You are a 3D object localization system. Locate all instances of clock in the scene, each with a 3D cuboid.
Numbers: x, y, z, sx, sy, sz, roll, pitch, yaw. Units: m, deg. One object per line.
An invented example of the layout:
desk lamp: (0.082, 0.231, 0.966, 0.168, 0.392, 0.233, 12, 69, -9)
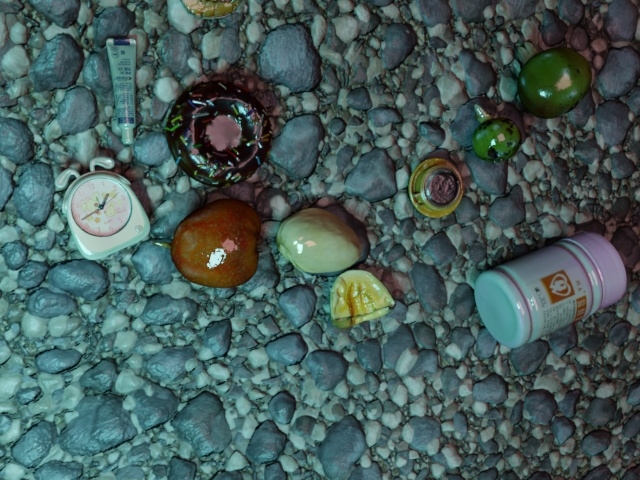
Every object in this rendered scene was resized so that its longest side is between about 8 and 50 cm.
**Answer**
clock: (-0.444, -0.068, 1.532, 0.151, 0.062, 0.191, -25, 103, -16)

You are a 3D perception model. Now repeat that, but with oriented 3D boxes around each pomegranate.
pomegranate: (0.413, -0.258, 1.816, 0.122, 0.122, 0.161, -19, 74, -18)
pomegranate: (0.547, -0.400, 1.827, 0.180, 0.180, 0.210, -26, 74, -16)

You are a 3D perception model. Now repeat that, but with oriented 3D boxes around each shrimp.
shrimp: (-0.219, -0.561, 1.582, 0.147, 0.035, 0.195, 2, 101, -18)

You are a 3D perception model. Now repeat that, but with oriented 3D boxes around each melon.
melon: (0.081, 0.133, 1.746, 0.160, 0.079, 0.128, -11, 81, -18)

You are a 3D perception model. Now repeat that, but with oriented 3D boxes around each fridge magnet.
fridge magnet: (0.277, -0.125, 1.795, 0.143, 0.063, 0.143, -1, 94, -17)

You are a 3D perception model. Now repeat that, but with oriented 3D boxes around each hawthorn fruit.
hawthorn fruit: (-0.233, 0.007, 1.561, 0.225, 0.196, 0.197, -2, 96, -4)

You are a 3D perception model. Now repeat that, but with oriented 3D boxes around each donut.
donut: (-0.205, -0.228, 1.594, 0.235, 0.089, 0.235, -1, 94, -19)

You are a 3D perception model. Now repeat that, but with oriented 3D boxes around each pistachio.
pistachio: (0.000, 0.000, 1.675, 0.200, 0.117, 0.145, 5, 88, -22)

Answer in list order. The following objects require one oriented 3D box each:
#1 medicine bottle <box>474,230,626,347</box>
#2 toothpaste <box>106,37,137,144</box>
medicine bottle: (0.560, 0.118, 1.850, 0.315, 0.202, 0.202, -20, 102, -17)
toothpaste: (-0.398, -0.304, 1.542, 0.062, 0.037, 0.216, -5, 93, -20)
